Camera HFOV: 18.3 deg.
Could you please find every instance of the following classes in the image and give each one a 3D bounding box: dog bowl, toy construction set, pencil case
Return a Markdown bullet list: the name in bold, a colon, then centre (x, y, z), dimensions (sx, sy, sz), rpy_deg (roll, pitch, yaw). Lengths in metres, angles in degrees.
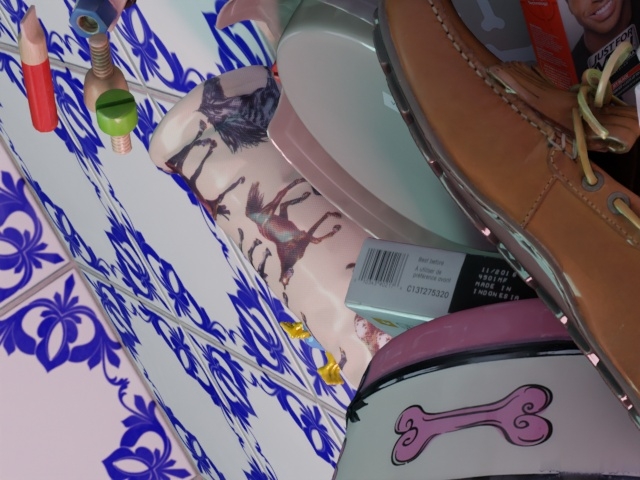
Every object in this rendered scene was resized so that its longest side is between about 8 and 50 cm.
- **dog bowl**: centre (0.198, 0.166, 1.427), dimensions (0.408, 0.407, 0.150), rpy_deg (102, 171, -68)
- **dog bowl**: centre (0.085, -0.100, 1.531), dimensions (0.348, 0.102, 0.349), rpy_deg (34, 160, 14)
- **toy construction set**: centre (-0.126, -0.242, 1.672), dimensions (0.257, 0.309, 0.237), rpy_deg (38, 153, 25)
- **pencil case**: centre (0.000, 0.000, 1.989), dimensions (0.410, 0.160, 0.183), rpy_deg (49, 151, 20)

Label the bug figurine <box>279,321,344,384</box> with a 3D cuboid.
- **bug figurine**: centre (0.087, 0.167, 2.102), dimensions (0.279, 0.072, 0.216), rpy_deg (49, -163, 15)

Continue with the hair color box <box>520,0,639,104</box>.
- **hair color box**: centre (0.176, -0.158, 1.338), dimensions (0.043, 0.072, 0.141), rpy_deg (30, 152, 46)

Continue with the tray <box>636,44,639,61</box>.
- **tray**: centre (0.286, -0.017, 1.291), dimensions (0.270, 0.030, 0.145), rpy_deg (59, -167, -3)

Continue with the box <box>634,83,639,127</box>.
- **box**: centre (0.277, -0.081, 1.006), dimensions (0.145, 0.186, 0.038), rpy_deg (42, 162, 37)

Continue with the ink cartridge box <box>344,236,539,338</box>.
- **ink cartridge box**: centre (0.183, 0.100, 1.595), dimensions (0.175, 0.069, 0.371), rpy_deg (9, 162, 34)

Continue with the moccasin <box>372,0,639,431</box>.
- **moccasin**: centre (0.168, -0.038, 1.239), dimensions (0.380, 0.147, 0.139), rpy_deg (53, -171, 30)
